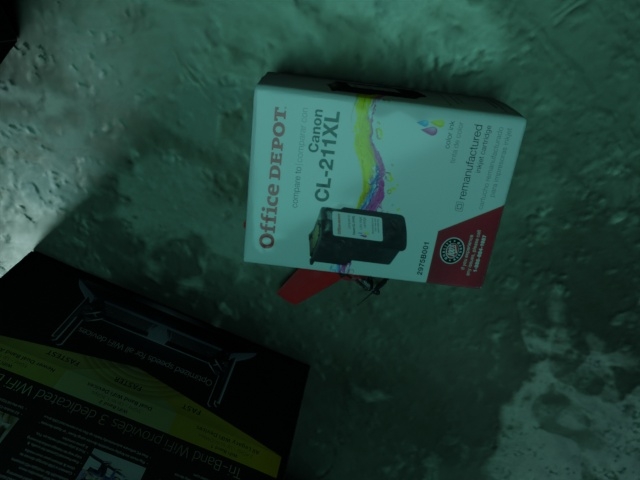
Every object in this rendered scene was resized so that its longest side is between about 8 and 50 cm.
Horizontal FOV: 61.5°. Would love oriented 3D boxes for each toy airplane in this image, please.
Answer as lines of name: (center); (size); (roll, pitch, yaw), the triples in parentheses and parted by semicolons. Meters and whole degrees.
toy airplane: (0.000, 0.000, 0.464); (0.151, 0.028, 0.151); (3, 119, 6)

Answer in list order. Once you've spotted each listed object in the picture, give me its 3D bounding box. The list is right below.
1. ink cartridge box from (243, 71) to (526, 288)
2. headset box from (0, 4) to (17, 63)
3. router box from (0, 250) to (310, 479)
ink cartridge box: (0.036, -0.043, 0.388); (0.175, 0.072, 0.127); (6, 114, -2)
headset box: (-0.368, -0.202, 0.300); (0.293, 0.110, 0.218); (22, 158, -3)
router box: (-0.179, 0.158, 0.461); (0.309, 0.243, 0.081); (24, 121, -4)
